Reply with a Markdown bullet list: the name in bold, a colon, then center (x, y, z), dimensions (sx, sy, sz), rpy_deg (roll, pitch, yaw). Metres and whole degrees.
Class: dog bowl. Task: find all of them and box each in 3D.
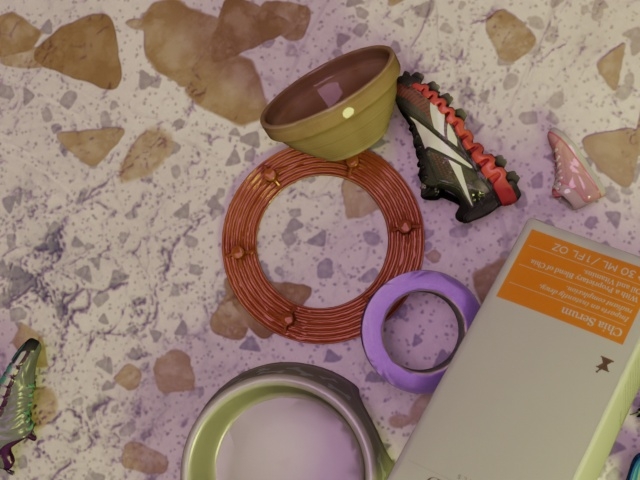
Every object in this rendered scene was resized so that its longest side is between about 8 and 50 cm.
- **dog bowl**: center (-0.058, 0.362, 1.713), dimensions (0.348, 0.102, 0.349), rpy_deg (-1, 83, 11)

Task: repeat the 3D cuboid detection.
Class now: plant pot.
- **plant pot**: center (0.032, -0.201, 1.737), dimensions (0.237, 0.237, 0.110), rpy_deg (-28, 112, 5)

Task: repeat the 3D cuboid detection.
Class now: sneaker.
- **sneaker**: center (0.187, -0.141, 1.737), dimensions (0.135, 0.097, 0.276), rpy_deg (-38, 79, 1)
- **sneaker**: center (-0.498, 0.275, 1.828), dimensions (0.098, 0.083, 0.224), rpy_deg (28, 90, -11)
- **sneaker**: center (0.380, -0.108, 1.722), dimensions (0.070, 0.051, 0.134), rpy_deg (-33, 82, -1)

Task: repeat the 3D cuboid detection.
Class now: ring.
- **ring**: center (0.000, 0.000, 1.787), dimensions (0.336, 0.032, 0.337), rpy_deg (-1, 82, 9)

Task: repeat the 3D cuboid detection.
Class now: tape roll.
- **tape roll**: center (0.156, 0.140, 1.699), dimensions (0.189, 0.080, 0.189), rpy_deg (0, 87, 1)

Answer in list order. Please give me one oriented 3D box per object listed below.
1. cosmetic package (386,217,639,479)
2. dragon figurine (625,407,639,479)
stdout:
- **cosmetic package**: center (0.303, 0.216, 1.546), dimensions (0.230, 0.161, 0.453), rpy_deg (21, 66, 25)
- **dragon figurine**: center (0.492, 0.360, 1.622), dimensions (0.144, 0.085, 0.289), rpy_deg (25, 87, 12)
